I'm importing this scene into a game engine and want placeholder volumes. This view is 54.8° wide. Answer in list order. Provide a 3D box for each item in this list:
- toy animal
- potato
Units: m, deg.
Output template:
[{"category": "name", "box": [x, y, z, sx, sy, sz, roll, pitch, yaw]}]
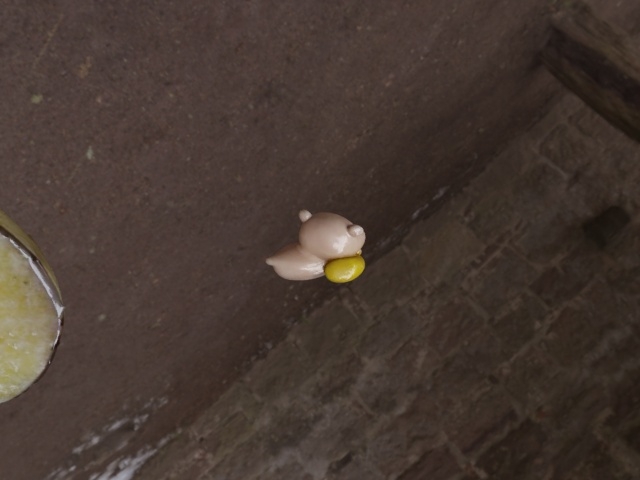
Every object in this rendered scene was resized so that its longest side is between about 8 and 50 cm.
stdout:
[{"category": "toy animal", "box": [0.000, 0.000, 0.707, 0.091, 0.114, 0.082, -42, 129, -62]}, {"category": "potato", "box": [-0.373, 0.029, 0.562, 0.239, 0.299, 0.116, -63, -168, 17]}]
